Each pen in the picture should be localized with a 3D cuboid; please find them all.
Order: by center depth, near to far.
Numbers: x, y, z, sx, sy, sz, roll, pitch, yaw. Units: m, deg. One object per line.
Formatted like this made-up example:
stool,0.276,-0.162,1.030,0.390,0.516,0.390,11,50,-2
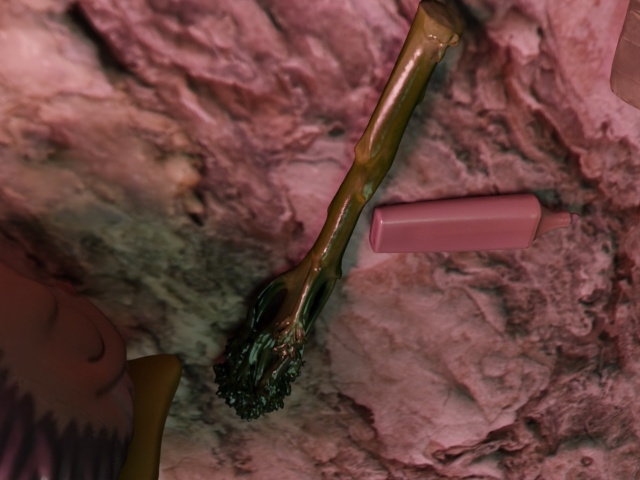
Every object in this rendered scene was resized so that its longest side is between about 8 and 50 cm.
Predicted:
pen,0.141,-0.015,0.656,0.197,0.032,0.053,-2,126,-14

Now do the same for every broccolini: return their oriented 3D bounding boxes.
broccolini,0.005,0.002,0.592,0.078,0.074,0.392,4,127,-30

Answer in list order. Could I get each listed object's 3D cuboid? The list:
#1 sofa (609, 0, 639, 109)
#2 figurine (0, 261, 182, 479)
sofa,0.237,-0.147,0.472,0.175,0.210,0.226,-14,131,-10
figurine,-0.330,0.118,0.474,0.361,0.266,0.378,-33,122,10
